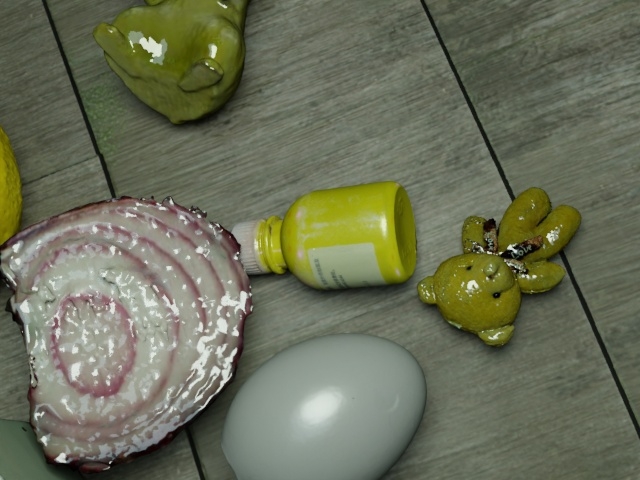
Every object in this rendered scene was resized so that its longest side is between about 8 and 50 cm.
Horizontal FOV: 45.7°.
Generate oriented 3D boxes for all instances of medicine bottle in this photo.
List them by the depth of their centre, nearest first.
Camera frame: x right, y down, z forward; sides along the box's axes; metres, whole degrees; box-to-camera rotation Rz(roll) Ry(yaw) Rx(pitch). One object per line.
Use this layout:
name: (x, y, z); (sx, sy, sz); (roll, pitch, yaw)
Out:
medicine bottle: (0.000, 0.000, 0.912); (0.212, 0.122, 0.122); (-6, 75, 20)

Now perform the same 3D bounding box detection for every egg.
egg: (0.008, 0.193, 0.835); (0.232, 0.176, 0.176); (-31, 75, -10)

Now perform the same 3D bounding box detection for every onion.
onion: (-0.213, 0.109, 0.904); (0.280, 0.146, 0.314); (-14, 68, -5)

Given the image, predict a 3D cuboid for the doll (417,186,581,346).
doll: (0.219, 0.018, 0.899); (0.137, 0.097, 0.209); (35, 77, 19)

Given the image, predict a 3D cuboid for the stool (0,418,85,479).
stool: (-0.379, 0.327, 0.782); (0.243, 0.270, 0.170); (-42, 78, -13)

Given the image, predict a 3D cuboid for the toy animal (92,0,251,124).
toy animal: (-0.149, -0.338, 0.980); (0.181, 0.180, 0.363); (11, 76, 14)

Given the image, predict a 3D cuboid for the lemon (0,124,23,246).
lemon: (-0.489, -0.069, 0.915); (0.245, 0.245, 0.320); (-16, 76, 2)
